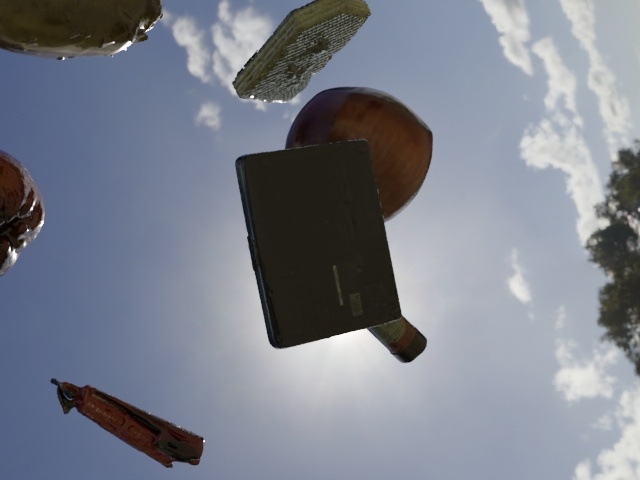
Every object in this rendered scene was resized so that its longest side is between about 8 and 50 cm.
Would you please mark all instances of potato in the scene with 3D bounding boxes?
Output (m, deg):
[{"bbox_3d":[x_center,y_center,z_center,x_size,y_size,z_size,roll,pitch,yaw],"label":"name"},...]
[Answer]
[{"bbox_3d":[-0.355,-0.330,0.921,0.296,0.141,0.191,-10,-122,-38],"label":"potato"}]

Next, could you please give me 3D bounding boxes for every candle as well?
[{"bbox_3d":[-0.341,0.319,1.196,0.302,0.084,0.059,34,-178,-11],"label":"candle"}]

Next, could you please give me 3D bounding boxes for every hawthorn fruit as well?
[{"bbox_3d":[-0.576,-0.058,1.075,0.224,0.261,0.224,-37,-39,-37],"label":"hawthorn fruit"}]

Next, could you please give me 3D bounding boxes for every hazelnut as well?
[{"bbox_3d":[0.051,-0.122,0.967,0.176,0.214,0.214,77,-170,-68],"label":"hazelnut"}]

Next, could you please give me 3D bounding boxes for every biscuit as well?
[{"bbox_3d":[-0.032,-0.341,1.213,0.150,0.252,0.052,-7,-118,-53],"label":"biscuit"}]

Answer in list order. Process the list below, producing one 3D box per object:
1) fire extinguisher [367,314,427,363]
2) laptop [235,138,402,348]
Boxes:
[{"bbox_3d":[0.065,0.082,0.860,0.177,0.062,0.050,46,177,-19],"label":"fire extinguisher"},{"bbox_3d":[0.000,0.000,0.717,0.154,0.026,0.207,-10,-91,-21],"label":"laptop"}]
